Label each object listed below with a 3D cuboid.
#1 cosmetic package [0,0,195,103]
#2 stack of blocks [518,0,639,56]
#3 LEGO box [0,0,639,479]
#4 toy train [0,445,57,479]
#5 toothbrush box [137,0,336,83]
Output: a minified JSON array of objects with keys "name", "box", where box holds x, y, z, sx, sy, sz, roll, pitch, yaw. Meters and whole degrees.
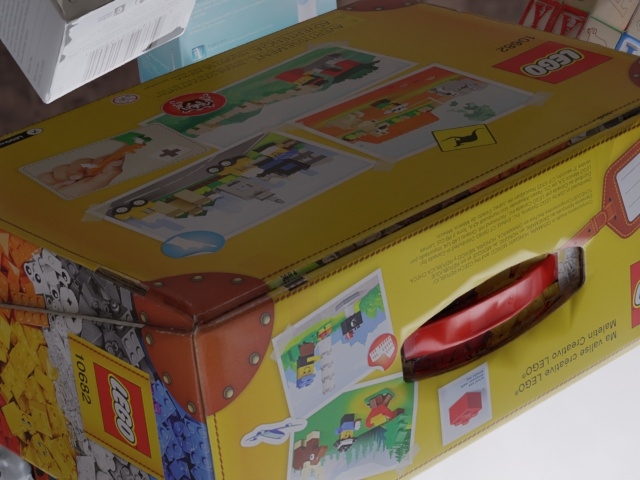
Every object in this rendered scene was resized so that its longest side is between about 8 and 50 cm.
[{"name":"cosmetic package","box":[-0.211,-0.249,1.626,0.151,0.184,0.151,-31,169,-24]},{"name":"stack of blocks","box":[0.305,-0.124,1.762,0.297,0.171,0.087,23,-173,-34]},{"name":"LEGO box","box":[0.000,0.000,1.426,0.500,0.193,0.372,-25,-149,-34]},{"name":"toy train","box":[-0.237,0.249,2.230,0.190,0.142,0.334,-27,160,26]},{"name":"toothbrush box","box":[-0.102,-0.283,2.215,0.216,0.296,0.126,-26,-137,-24]}]
